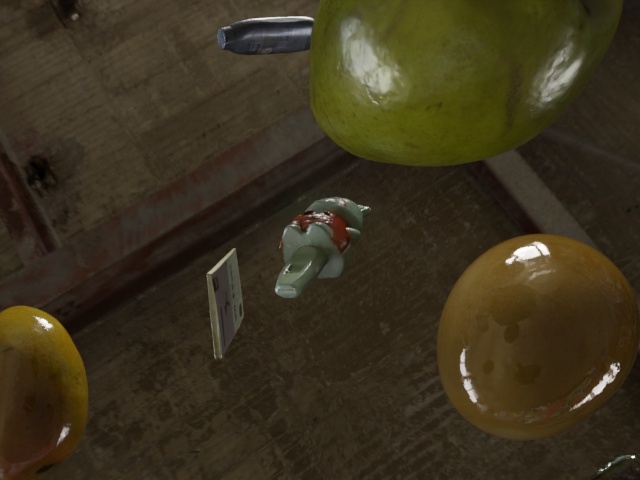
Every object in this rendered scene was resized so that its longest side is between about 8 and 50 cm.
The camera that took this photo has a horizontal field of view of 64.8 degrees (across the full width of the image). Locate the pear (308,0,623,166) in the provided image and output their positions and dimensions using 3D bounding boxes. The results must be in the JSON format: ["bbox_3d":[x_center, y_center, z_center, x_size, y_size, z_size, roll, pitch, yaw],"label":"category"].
[{"bbox_3d":[0.118,-0.194,0.507,0.253,0.307,0.252,1,-93,-31],"label":"pear"}]

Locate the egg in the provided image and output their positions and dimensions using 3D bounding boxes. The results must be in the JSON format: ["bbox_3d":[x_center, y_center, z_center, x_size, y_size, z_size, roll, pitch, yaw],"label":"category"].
[{"bbox_3d":[0.297,0.131,0.715,0.250,0.250,0.322,43,-121,13],"label":"egg"}]

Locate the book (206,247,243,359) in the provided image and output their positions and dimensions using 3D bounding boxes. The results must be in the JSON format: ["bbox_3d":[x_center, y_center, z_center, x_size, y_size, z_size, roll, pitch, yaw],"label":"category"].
[{"bbox_3d":[-0.145,0.090,0.785,0.014,0.181,0.127,-3,-80,2],"label":"book"}]

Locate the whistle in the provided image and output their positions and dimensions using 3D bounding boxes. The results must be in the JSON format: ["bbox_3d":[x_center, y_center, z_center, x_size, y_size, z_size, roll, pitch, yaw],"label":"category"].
[{"bbox_3d":[-0.001,0.002,0.742,0.106,0.102,0.253,46,-141,-9],"label":"whistle"}]

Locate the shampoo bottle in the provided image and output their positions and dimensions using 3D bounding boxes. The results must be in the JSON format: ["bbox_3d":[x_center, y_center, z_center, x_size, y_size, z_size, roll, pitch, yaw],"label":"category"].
[{"bbox_3d":[-0.115,-0.455,1.128,0.234,0.087,0.049,-17,-113,-30],"label":"shampoo bottle"}]

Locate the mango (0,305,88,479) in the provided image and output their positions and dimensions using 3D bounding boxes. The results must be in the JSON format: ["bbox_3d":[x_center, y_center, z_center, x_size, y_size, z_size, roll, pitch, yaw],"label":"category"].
[{"bbox_3d":[-0.535,0.273,0.923,0.211,0.173,0.317,-14,-102,19],"label":"mango"}]

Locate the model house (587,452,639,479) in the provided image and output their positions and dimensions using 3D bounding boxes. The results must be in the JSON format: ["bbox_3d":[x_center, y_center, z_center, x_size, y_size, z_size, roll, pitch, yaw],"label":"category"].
[{"bbox_3d":[0.221,0.192,0.276,0.165,0.152,0.106,-12,-93,-32],"label":"model house"}]
